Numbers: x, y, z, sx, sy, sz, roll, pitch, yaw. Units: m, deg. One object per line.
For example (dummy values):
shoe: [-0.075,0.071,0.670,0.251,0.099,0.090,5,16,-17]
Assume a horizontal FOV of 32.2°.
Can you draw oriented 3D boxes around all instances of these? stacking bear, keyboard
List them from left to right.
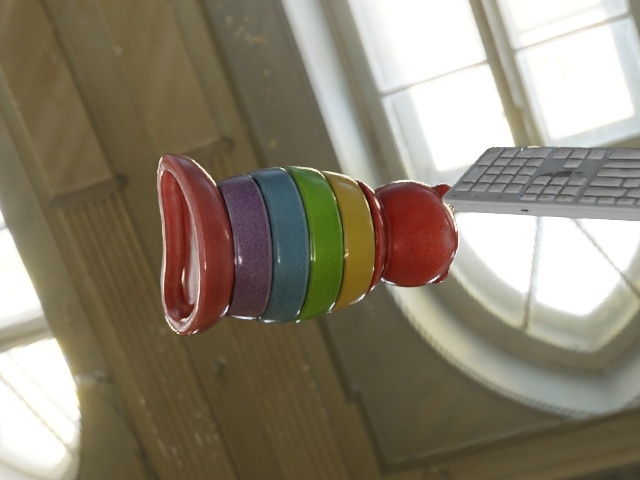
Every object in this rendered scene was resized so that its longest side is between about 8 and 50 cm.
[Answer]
stacking bear: [0.000,0.000,1.098,0.288,0.176,0.164,-5,-167,-21]
keyboard: [0.196,-0.034,0.623,0.256,0.014,0.072,4,-141,34]
